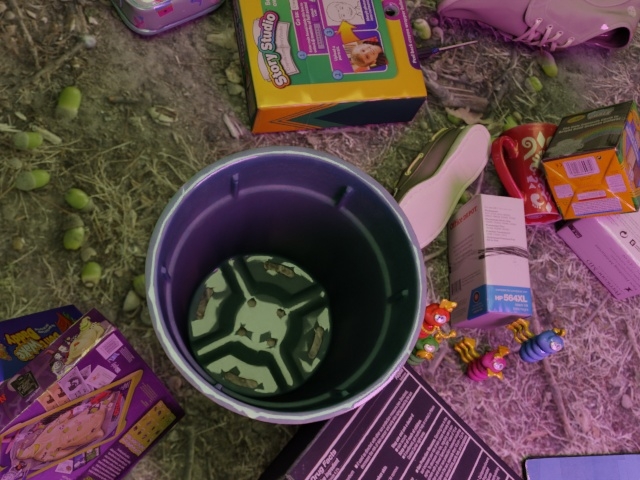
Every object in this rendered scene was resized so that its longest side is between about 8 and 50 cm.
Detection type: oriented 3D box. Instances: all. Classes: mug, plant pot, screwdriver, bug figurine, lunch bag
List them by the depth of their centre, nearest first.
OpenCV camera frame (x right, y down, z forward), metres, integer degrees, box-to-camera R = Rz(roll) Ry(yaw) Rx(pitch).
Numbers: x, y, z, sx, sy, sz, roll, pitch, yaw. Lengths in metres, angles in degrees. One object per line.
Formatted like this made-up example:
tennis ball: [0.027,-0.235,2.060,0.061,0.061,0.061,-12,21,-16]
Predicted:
plant pot: [-0.066,0.091,0.929,0.341,0.334,0.341,3,72,-10]
bug figurine: [0.238,0.165,1.037,0.279,0.216,0.072,14,59,-10]
lunch bag: [-0.317,-0.525,1.188,0.224,0.108,0.279,-32,81,-16]
mug: [0.380,-0.120,1.215,0.150,0.113,0.169,-1,78,-7]
screwdriver: [0.249,-0.389,1.310,0.170,0.025,0.024,-18,78,-16]

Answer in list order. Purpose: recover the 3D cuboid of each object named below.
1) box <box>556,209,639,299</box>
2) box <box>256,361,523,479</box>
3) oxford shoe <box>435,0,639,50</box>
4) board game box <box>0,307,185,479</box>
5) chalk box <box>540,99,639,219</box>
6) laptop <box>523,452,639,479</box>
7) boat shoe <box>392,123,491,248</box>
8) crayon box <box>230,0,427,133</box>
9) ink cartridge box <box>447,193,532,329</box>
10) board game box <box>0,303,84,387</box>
box: [0.583,-0.018,1.215,0.182,0.119,0.181,-40,85,-19]
box: [0.089,0.360,0.906,0.294,0.183,0.296,47,40,4]
oxford shoe: [0.452,-0.453,1.312,0.449,0.169,0.130,-1,95,-13]
board game box: [-0.299,0.237,0.831,0.056,0.347,0.208,33,66,20]
chalk box: [0.499,-0.153,1.156,0.213,0.132,0.132,-50,120,-39]
laptop: [0.573,0.525,0.990,0.236,0.408,0.382,14,67,-43]
boat shoe: [0.190,-0.093,1.171,0.305,0.091,0.109,-49,125,-19]
crayon box: [0.002,-0.393,1.216,0.313,0.106,0.363,-7,74,-13]
ink cartridge box: [0.285,0.040,1.118,0.086,0.148,0.203,5,73,-11]
board game box: [-0.431,0.203,0.775,0.078,0.347,0.233,45,96,4]
